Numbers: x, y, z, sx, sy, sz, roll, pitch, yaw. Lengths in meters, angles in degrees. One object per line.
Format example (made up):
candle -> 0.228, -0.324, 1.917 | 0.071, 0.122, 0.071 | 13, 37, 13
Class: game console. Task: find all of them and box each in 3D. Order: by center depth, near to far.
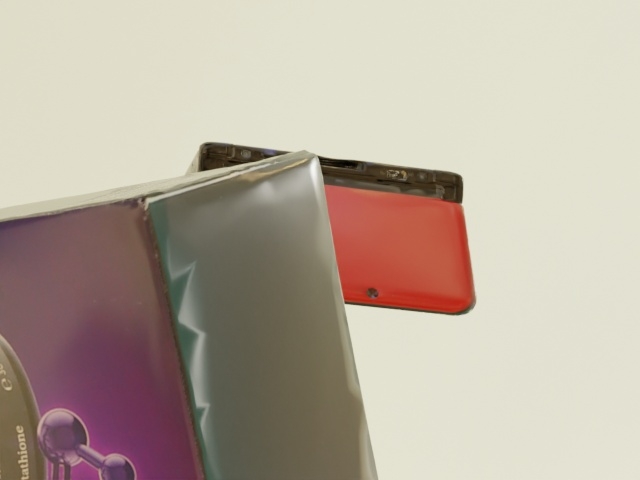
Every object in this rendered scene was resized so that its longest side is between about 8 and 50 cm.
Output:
game console -> 0.000, 0.000, 0.785 | 0.144, 0.124, 0.085 | 7, -101, -11

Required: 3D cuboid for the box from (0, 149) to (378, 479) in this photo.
box -> -0.076, 0.120, 0.430 | 0.103, 0.184, 0.261 | -21, -80, -62
